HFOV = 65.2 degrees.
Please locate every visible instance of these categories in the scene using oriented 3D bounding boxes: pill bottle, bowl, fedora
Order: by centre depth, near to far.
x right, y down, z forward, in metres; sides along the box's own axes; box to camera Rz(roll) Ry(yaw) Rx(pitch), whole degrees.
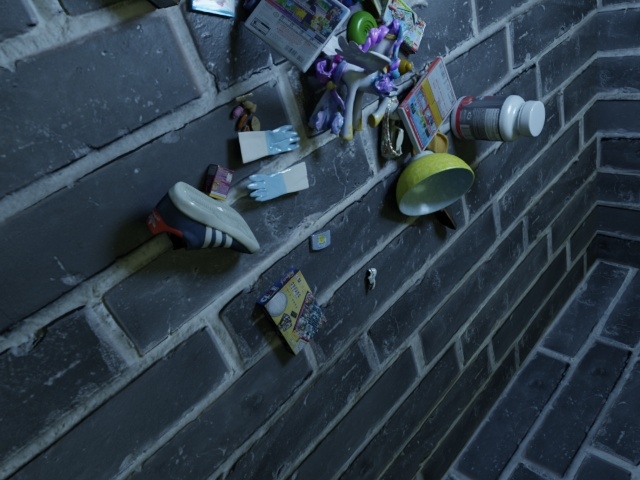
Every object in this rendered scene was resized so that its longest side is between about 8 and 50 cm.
[{"bbox_3d":[0.394,-0.233,1.830,0.290,0.289,0.156,12,50,-45],"label":"bowl"},{"bbox_3d":[0.430,-0.366,1.905,0.194,0.079,0.194,-14,110,-41],"label":"fedora"},{"bbox_3d":[0.690,-0.477,1.957,0.176,0.319,0.176,-15,111,-42],"label":"pill bottle"}]

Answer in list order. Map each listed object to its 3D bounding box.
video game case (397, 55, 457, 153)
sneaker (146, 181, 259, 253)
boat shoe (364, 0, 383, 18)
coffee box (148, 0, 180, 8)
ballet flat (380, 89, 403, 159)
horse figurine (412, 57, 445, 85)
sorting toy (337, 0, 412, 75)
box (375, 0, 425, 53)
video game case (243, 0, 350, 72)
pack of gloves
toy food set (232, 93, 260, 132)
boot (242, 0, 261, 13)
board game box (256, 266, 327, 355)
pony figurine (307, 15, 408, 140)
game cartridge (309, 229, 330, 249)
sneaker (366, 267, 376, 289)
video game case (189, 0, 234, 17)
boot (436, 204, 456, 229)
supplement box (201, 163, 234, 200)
[{"bbox_3d":[0.382,-0.476,1.764,0.285,0.025,0.204,-54,133,-22],"label":"video game case"},{"bbox_3d":[-0.297,-0.022,1.280,0.148,0.131,0.350,-40,146,9],"label":"sneaker"},{"bbox_3d":[0.154,-0.763,1.545,0.049,0.056,0.152,-58,143,-22],"label":"boat shoe"},{"bbox_3d":[-0.383,-0.616,1.024,0.247,0.098,0.141,32,79,-44],"label":"coffee box"},{"bbox_3d":[0.253,-0.398,1.725,0.091,0.077,0.240,-19,114,-39],"label":"ballet flat"},{"bbox_3d":[0.404,-0.553,1.835,0.263,0.066,0.174,-43,128,-28],"label":"horse figurine"},{"bbox_3d":[0.182,-0.630,1.555,0.365,0.126,0.127,44,71,-43],"label":"sorting toy"},{"bbox_3d":[0.269,-0.725,1.675,0.207,0.036,0.114,17,90,-46],"label":"box"},{"bbox_3d":[-0.060,-0.547,1.238,0.183,0.201,0.023,-51,171,7],"label":"video game case"},{"bbox_3d":[-0.141,-0.222,1.428,0.232,0.046,0.194,-22,109,-44],"label":"pack of gloves"},{"bbox_3d":[-0.201,-0.329,1.343,0.078,0.019,0.122,-28,128,-36],"label":"toy food set"},{"bbox_3d":[-0.125,-0.658,1.284,0.086,0.069,0.189,24,88,-42],"label":"boot"},{"bbox_3d":[-0.085,0.229,1.597,0.165,0.042,0.243,-45,128,-26],"label":"board game box"},{"bbox_3d":[0.091,-0.480,1.436,0.351,0.303,0.363,-9,129,-42],"label":"pony figurine"},{"bbox_3d":[0.000,0.000,1.635,0.083,0.017,0.055,-19,118,-40],"label":"game cartridge"},{"bbox_3d":[0.182,0.142,1.847,0.037,0.032,0.083,1,96,-31],"label":"sneaker"},{"bbox_3d":[-0.260,-0.633,1.200,0.119,0.015,0.166,-11,109,-42],"label":"video game case"},{"bbox_3d":[0.524,-0.135,2.062,0.219,0.082,0.106,42,74,-41],"label":"boot"},{"bbox_3d":[-0.269,-0.151,1.308,0.055,0.043,0.083,17,90,-45],"label":"supplement box"}]
